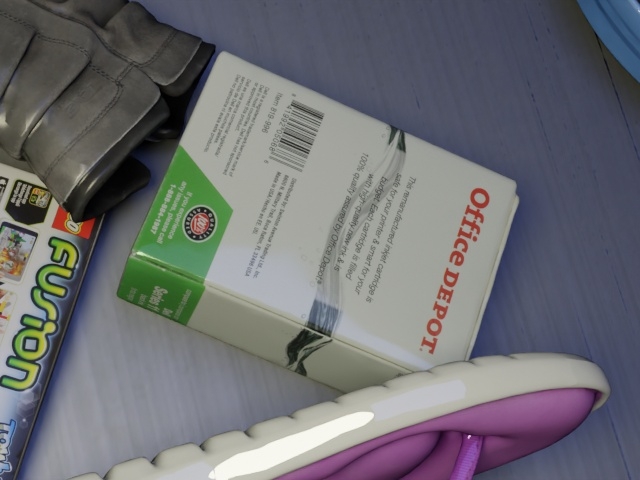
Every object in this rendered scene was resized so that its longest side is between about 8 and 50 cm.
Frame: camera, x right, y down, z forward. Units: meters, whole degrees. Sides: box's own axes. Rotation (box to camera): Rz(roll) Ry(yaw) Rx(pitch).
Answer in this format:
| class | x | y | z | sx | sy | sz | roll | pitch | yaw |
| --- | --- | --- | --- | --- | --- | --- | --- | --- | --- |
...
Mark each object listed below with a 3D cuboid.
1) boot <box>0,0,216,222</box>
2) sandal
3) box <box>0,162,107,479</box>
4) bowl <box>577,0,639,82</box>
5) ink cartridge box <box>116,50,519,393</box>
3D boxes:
| class | x | y | z | sx | sy | sz | roll | pitch | yaw |
| --- | --- | --- | --- | --- | --- | --- | --- | --- | --- |
| boot | -0.212 | -0.085 | 0.802 | 0.223 | 0.118 | 0.338 | 40 | 51 | 2 |
| sandal | -0.033 | 0.163 | 0.771 | 0.416 | 0.169 | 0.102 | -15 | 71 | -7 |
| box | -0.208 | 0.054 | 0.827 | 0.114 | 0.036 | 0.207 | 19 | 66 | -8 |
| bowl | 0.356 | -0.244 | 1.076 | 0.391 | 0.077 | 0.391 | 5 | 69 | -14 |
| ink cartridge box | 0.000 | 0.000 | 0.877 | 0.208 | 0.087 | 0.153 | 24 | 65 | -5 |
